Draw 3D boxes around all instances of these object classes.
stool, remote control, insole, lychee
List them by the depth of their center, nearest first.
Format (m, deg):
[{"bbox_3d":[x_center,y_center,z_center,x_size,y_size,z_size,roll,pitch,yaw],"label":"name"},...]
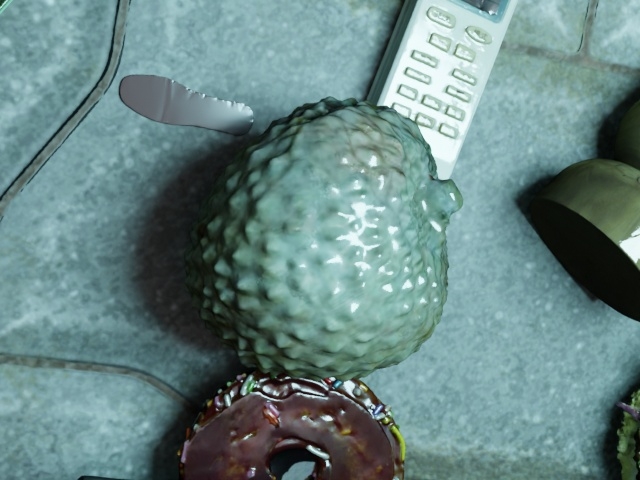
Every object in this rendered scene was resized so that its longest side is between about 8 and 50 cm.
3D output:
[{"bbox_3d":[0.000,0.000,0.807,0.274,0.255,0.255,-11,101,28],"label":"lychee"},{"bbox_3d":[-0.132,-0.133,0.887,0.135,0.002,0.045,12,95,-14],"label":"insole"},{"bbox_3d":[0.130,-0.207,0.915,0.103,0.055,0.277,21,91,-16],"label":"remote control"},{"bbox_3d":[0.373,-0.067,0.927,0.264,0.179,0.179,-43,104,-6],"label":"stool"}]

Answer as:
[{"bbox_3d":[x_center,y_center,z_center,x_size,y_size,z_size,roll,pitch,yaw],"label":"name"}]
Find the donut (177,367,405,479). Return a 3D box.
[{"bbox_3d":[-0.032,0.226,0.907,0.235,0.089,0.235,-2,97,-13],"label":"donut"}]

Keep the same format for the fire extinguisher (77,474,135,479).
[{"bbox_3d":[-0.050,0.318,0.823,0.376,0.113,0.200,11,120,-15],"label":"fire extinguisher"}]

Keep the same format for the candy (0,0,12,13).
[{"bbox_3d":[-0.320,-0.184,0.822,0.055,0.049,0.184,41,77,-21],"label":"candy"}]

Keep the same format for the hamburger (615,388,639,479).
[{"bbox_3d":[0.438,0.221,0.994,0.243,0.139,0.261,20,92,-17],"label":"hamburger"}]
